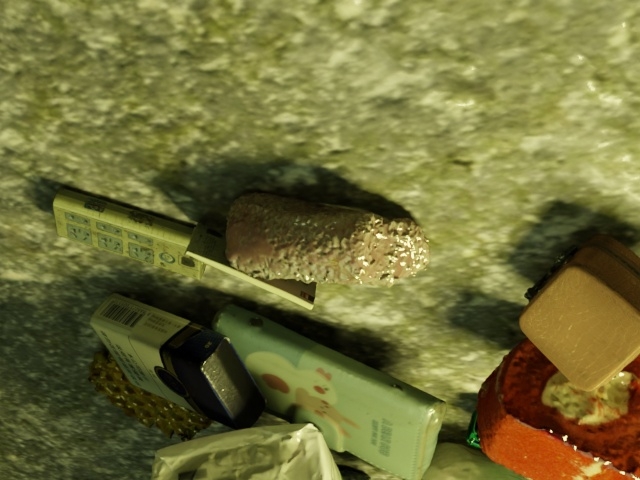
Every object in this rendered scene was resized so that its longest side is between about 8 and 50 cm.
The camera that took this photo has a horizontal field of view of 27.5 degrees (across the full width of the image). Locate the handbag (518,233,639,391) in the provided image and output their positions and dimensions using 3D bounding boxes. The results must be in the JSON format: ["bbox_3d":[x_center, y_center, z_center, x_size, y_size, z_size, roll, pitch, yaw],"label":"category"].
[{"bbox_3d":[0.324,0.085,1.559,0.151,0.072,0.193,42,149,11],"label":"handbag"}]

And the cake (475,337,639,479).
[{"bbox_3d":[0.347,0.229,1.707,0.283,0.177,0.151,25,147,4],"label":"cake"}]

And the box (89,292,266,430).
[{"bbox_3d":[-0.213,0.181,1.955,0.259,0.071,0.168,17,146,41],"label":"box"}]

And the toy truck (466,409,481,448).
[{"bbox_3d":[0.287,0.290,1.922,0.147,0.065,0.079,22,150,-5],"label":"toy truck"}]

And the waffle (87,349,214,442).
[{"bbox_3d":[-0.281,0.254,2.192,0.231,0.051,0.228,26,149,-7],"label":"waffle"}]

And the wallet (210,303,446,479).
[{"bbox_3d":[0.012,0.229,1.938,0.360,0.083,0.252,24,150,15],"label":"wallet"}]

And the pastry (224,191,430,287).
[{"bbox_3d":[-0.001,0.004,1.627,0.265,0.112,0.103,4,109,15],"label":"pastry"}]

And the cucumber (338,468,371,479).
[{"bbox_3d":[0.034,0.422,2.256,0.112,0.064,0.064,3,143,21],"label":"cucumber"}]

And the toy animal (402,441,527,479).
[{"bbox_3d":[0.218,0.436,2.001,0.308,0.188,0.266,38,141,24],"label":"toy animal"}]

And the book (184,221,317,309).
[{"bbox_3d":[-0.088,0.032,1.720,0.182,0.127,0.014,24,106,-5],"label":"book"}]

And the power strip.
[{"bbox_3d":[-0.247,-0.004,1.815,0.268,0.034,0.092,17,146,5],"label":"power strip"}]

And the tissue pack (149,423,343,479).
[{"bbox_3d":[-0.090,0.428,1.973,0.266,0.194,0.356,-11,149,5],"label":"tissue pack"}]
